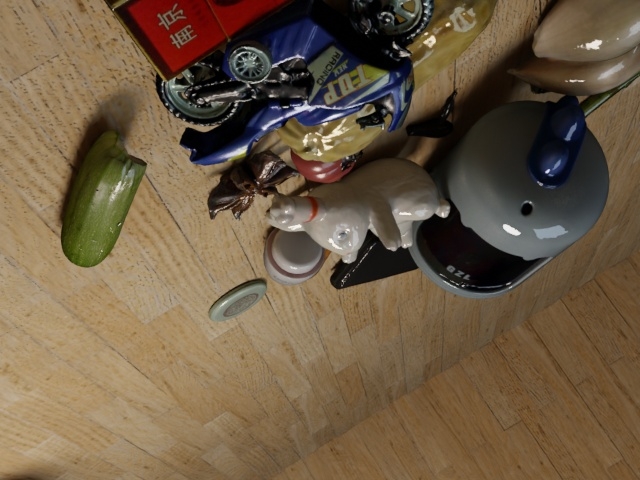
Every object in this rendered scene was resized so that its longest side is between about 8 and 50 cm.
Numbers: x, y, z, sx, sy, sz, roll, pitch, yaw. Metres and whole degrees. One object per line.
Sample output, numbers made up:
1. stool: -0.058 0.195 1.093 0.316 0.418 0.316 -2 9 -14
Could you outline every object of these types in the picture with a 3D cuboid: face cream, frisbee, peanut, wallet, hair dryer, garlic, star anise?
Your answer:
1. face cream: -0.043 0.023 1.686 0.091 0.091 0.095 -25 167 -22
2. frisbee: -0.136 0.102 1.850 0.110 0.014 0.110 -29 161 -11
3. peanut: 0.072 -0.207 1.226 0.305 0.147 0.147 -39 160 11
4. wallet: 0.134 0.018 2.030 0.250 0.044 0.149 -12 149 -45
5. hair dryer: 0.170 -0.184 1.626 0.079 0.031 0.083 -7 136 -35
6. garlic: 0.427 -0.310 1.557 0.325 0.132 0.279 -35 160 -4
7. star anise: -0.094 -0.073 1.439 0.141 0.042 0.141 -32 164 -10

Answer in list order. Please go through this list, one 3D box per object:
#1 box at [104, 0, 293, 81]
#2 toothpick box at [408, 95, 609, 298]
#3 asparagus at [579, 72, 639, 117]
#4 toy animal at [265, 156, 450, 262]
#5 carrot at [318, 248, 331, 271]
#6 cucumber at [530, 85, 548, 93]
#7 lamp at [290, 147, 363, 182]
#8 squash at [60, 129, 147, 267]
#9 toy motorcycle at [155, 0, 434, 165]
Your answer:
1. box: -0.074 -0.254 0.982 0.240 0.074 0.153 -32 165 0
2. toothpick box: 0.291 -0.078 1.687 0.263 0.263 0.354 -25 170 -21
3. asparagus: 0.525 -0.272 1.954 0.236 0.027 0.034 -36 166 9
4. toy animal: 0.044 -0.030 1.607 0.283 0.138 0.140 -23 175 -33
5. carrot: 0.000 0.000 1.764 0.055 0.055 0.161 -9 143 -50
6. cucumber: 0.377 -0.255 1.753 0.135 0.034 0.033 -20 152 -34
7. lamp: 0.009 -0.125 1.400 0.107 0.092 0.107 -37 138 -44
8. squash: -0.243 -0.043 1.237 0.069 0.069 0.239 -21 160 -32
9. toy motorcycle: -0.017 -0.160 1.113 0.315 0.113 0.169 -18 126 24
